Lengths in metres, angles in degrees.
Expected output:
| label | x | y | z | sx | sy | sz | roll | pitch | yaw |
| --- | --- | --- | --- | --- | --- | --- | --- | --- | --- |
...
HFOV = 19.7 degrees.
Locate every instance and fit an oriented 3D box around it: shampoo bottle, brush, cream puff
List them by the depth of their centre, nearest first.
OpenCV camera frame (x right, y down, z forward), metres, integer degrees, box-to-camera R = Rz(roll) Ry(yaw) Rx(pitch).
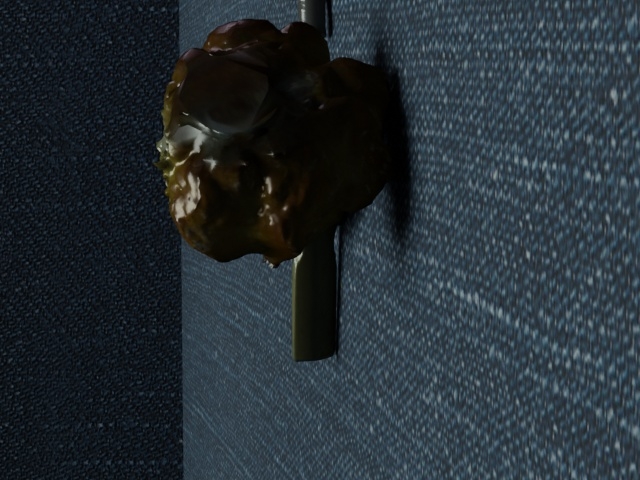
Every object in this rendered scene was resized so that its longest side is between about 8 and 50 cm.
| label | x | y | z | sx | sy | sz | roll | pitch | yaw |
| --- | --- | --- | --- | --- | --- | --- | --- | --- | --- |
| cream puff | -0.052 | -0.092 | 1.723 | 0.269 | 0.241 | 0.155 | -53 | -28 | -27 |
| brush | 0.000 | 0.000 | 2.003 | 0.048 | 0.054 | 0.282 | 30 | 123 | 56 |
| shampoo bottle | -0.012 | -0.308 | 2.065 | 0.080 | 0.040 | 0.165 | 142 | 128 | -76 |
